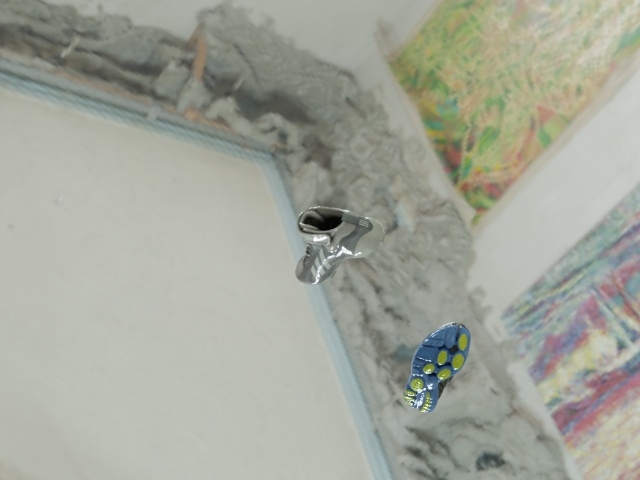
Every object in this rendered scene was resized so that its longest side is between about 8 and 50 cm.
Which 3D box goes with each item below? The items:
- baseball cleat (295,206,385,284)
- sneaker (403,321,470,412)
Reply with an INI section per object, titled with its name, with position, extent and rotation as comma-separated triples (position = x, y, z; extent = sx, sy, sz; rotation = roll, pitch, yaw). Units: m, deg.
[baseball cleat]
position = 0.000, 0.000, 1.280
extent = 0.109, 0.206, 0.072
rotation = 26, -122, -22
[sneaker]
position = 0.164, 0.170, 1.327
extent = 0.067, 0.188, 0.078
rotation = 24, -131, 7
